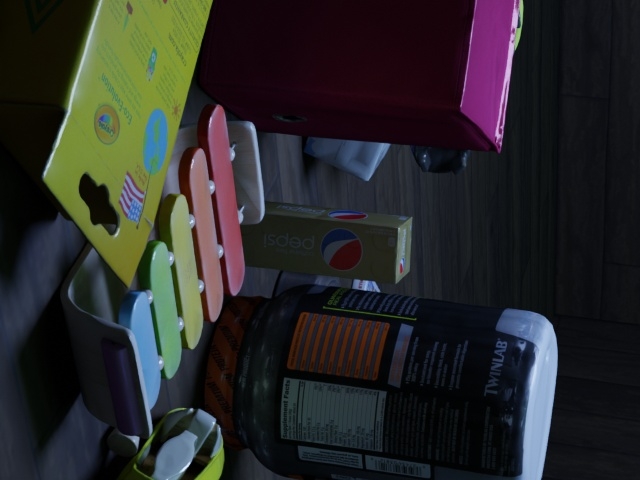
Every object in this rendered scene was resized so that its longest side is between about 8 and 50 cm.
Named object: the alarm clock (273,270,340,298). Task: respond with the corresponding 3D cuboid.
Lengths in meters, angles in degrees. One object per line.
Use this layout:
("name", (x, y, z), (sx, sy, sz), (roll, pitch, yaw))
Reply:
("alarm clock", (-0.009, 0.078, 1.927), (0.192, 0.064, 0.129), (-70, 160, -49))

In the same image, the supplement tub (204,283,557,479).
("supplement tub", (0.064, 0.157, 1.695), (0.207, 0.338, 0.207), (7, 90, -75))

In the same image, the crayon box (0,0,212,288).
("crayon box", (-0.164, -0.149, 1.225), (0.202, 0.081, 0.319), (65, 35, -62))

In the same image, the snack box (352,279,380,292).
("snack box", (0.069, 0.101, 2.284), (0.178, 0.022, 0.064), (60, 41, -66))

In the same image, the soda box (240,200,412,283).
("soda box", (0.000, 0.000, 1.690), (0.058, 0.181, 0.061), (-38, 132, -68))

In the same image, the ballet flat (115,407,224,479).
("ballet flat", (-0.127, 0.195, 1.475), (0.077, 0.077, 0.231), (-62, 176, 22))

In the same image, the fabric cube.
("fabric cube", (0.053, -0.238, 1.641), (0.254, 0.258, 0.259), (27, 71, -75))

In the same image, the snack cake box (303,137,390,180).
("snack cake box", (0.079, -0.201, 1.979), (0.264, 0.089, 0.152), (-56, 170, -58))

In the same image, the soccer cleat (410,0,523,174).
("soccer cleat", (0.163, -0.207, 1.939), (0.121, 0.093, 0.289), (-95, -164, -44))

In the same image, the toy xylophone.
("toy xylophone", (-0.132, 0.042, 1.422), (0.236, 0.081, 0.323), (81, 22, -46))
